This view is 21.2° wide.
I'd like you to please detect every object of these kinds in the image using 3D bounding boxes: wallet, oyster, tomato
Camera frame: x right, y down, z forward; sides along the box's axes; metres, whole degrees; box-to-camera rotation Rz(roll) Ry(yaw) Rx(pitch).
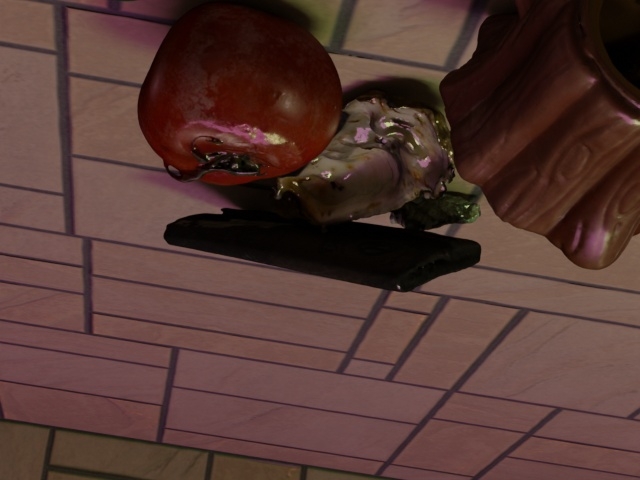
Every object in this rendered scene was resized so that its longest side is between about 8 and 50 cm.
[{"bbox_3d":[0.000,0.000,1.862,0.321,0.044,0.170,11,-164,33],"label":"wallet"},{"bbox_3d":[0.034,-0.080,1.731,0.129,0.078,0.345,36,155,-15],"label":"oyster"},{"bbox_3d":[0.125,-0.023,1.897,0.098,0.037,0.100,8,161,2],"label":"oyster"},{"bbox_3d":[-0.072,-0.126,1.499,0.187,0.151,0.187,3,155,1],"label":"tomato"}]

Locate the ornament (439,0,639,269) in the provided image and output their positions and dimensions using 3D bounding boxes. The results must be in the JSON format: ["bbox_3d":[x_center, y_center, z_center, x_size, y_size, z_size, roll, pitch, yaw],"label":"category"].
[{"bbox_3d":[0.238,-0.119,1.346,0.221,0.235,0.217,-12,165,-21],"label":"ornament"}]
